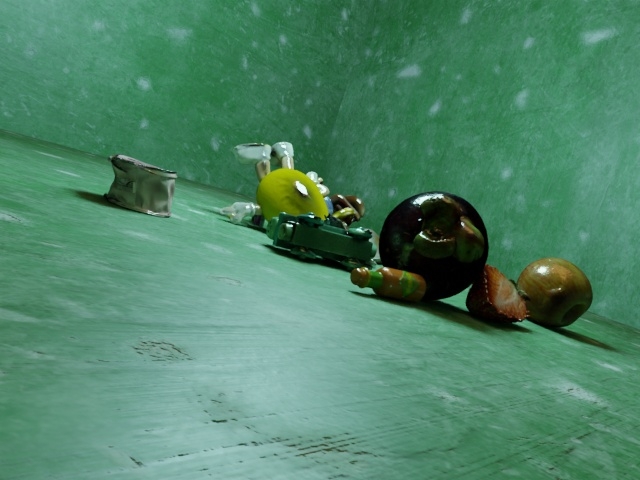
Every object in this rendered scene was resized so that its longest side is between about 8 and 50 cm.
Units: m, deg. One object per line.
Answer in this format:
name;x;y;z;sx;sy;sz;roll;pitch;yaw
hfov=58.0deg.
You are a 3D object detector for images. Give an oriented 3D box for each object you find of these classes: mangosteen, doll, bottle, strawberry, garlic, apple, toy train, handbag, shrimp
mangosteen;0.282;0.007;1.421;0.288;0.287;0.288;18;5;-1
doll;-0.138;-0.165;1.894;0.349;0.422;0.161;10;-36;-6
bottle;0.144;0.092;1.252;0.187;0.069;0.069;12;7;-35
strawberry;0.430;0.153;1.468;0.236;0.107;0.175;12;44;-43
garlic;0.160;0.029;2.012;0.149;0.128;0.267;7;11;21
apple;0.693;0.157;1.722;0.211;0.211;0.187;15;32;-34
doll;0.010;-0.084;2.117;0.318;0.209;0.340;-15;-20;25
toy train;0.000;0.000;1.548;0.298;0.119;0.194;15;-2;-32
handbag;-0.449;-0.139;1.445;0.179;0.116;0.205;15;6;-21
shrimp;0.089;-0.013;1.787;0.164;0.062;0.317;20;-8;22

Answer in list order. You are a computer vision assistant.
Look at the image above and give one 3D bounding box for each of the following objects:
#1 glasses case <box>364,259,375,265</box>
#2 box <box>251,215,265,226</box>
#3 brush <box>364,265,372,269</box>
glasses case;0.139;0.062;1.856;0.083;0.021;0.032;20;4;31
box;-0.223;-0.087;2.086;0.041;0.049;0.207;16;5;-10
brush;0.118;0.077;1.686;0.083;0.008;0.024;14;7;-35
